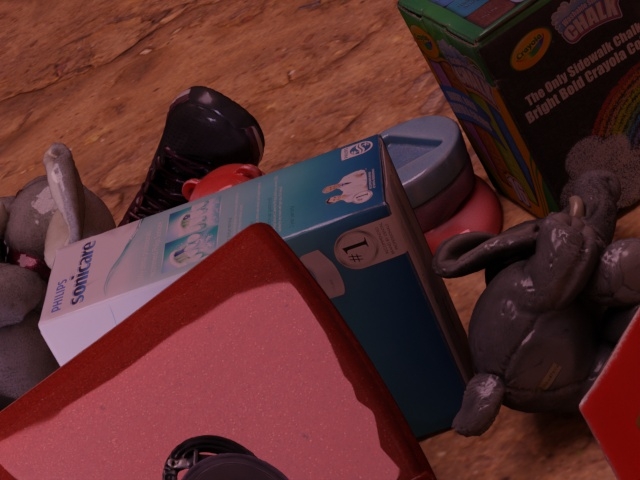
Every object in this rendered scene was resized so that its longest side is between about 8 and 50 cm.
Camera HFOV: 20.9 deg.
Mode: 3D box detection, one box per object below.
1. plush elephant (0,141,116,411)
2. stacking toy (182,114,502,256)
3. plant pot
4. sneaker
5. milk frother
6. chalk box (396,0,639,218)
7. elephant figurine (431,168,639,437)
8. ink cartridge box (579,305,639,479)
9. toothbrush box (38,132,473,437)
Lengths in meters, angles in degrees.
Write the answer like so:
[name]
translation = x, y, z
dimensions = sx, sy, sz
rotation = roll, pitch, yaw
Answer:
[plush elephant]
translation = -0.300, 0.034, 1.650
dimensions = 0.330, 0.272, 0.255
rotation = 10, 65, 3
[stacking toy]
translation = 0.000, 0.000, 1.610
dimensions = 0.309, 0.130, 0.279
rotation = -20, 29, 21
[plant pot]
translation = -0.037, 0.201, 1.191
dimensions = 0.267, 0.267, 0.236
rotation = -37, 44, -13
[sneaker]
translation = -0.149, -0.034, 1.785
dimensions = 0.162, 0.106, 0.281
rotation = -61, 1, -27
[milk frother]
translation = -0.059, 0.158, 0.996
dimensions = 0.135, 0.129, 0.143
rotation = -47, 50, 48
[chalk box]
translation = 0.200, -0.180, 1.540
dimensions = 0.180, 0.289, 0.179
rotation = -34, 27, -7
[elephant figurine]
translation = 0.175, 0.040, 1.372
dimensions = 0.186, 0.169, 0.239
rotation = 6, 15, -15
[ink cartridge box]
translation = 0.273, 0.106, 0.975
dimensions = 0.066, 0.296, 0.261
rotation = -6, 37, 39
[toothbrush box]
translation = -0.047, 0.075, 1.414
dimensions = 0.295, 0.216, 0.126
rotation = -21, 28, 10
